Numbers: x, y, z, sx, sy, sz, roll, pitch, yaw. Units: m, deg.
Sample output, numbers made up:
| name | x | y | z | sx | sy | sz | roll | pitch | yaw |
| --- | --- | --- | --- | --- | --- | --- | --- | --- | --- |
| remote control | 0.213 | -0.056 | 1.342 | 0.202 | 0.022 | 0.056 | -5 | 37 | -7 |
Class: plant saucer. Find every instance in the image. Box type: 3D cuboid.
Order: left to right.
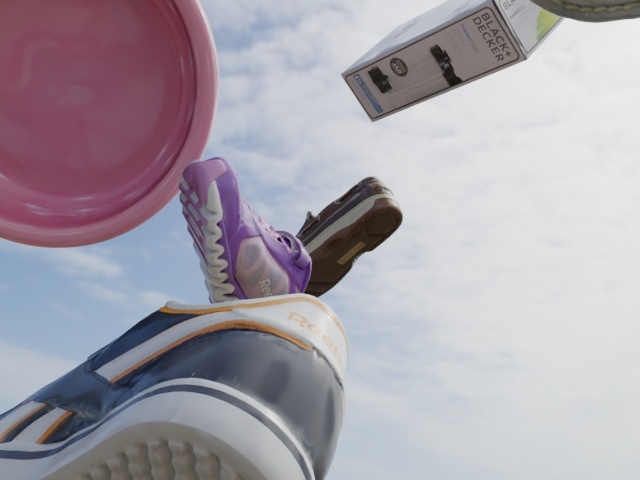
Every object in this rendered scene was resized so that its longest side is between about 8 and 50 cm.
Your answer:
| name | x | y | z | sx | sy | sz | roll | pitch | yaw |
| --- | --- | --- | --- | --- | --- | --- | --- | --- | --- |
| plant saucer | -0.261 | -0.161 | 0.811 | 0.332 | 0.332 | 0.084 | 7 | 12 | 3 |

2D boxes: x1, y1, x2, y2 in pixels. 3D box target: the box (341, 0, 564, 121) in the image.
| name | x | y | z | sx | sy | sz | roll | pitch | yaw |
| --- | --- | --- | --- | --- | --- | --- | --- | --- | --- |
| box | 0.183 | -0.273 | 1.110 | 0.290 | 0.169 | 0.087 | -15 | -65 | 51 |

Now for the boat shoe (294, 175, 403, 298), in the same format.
| name | x | y | z | sx | sy | sz | roll | pitch | yaw |
| --- | --- | --- | --- | --- | --- | --- | --- | --- | --- |
| boat shoe | 0.005 | 0.003 | 1.184 | 0.257 | 0.095 | 0.095 | -36 | -42 | 17 |

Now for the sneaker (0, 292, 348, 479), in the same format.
| name | x | y | z | sx | sy | sz | roll | pitch | yaw |
| --- | --- | --- | --- | --- | --- | --- | --- | --- | --- |
| sneaker | -0.109 | 0.124 | 0.447 | 0.321 | 0.127 | 0.126 | -24 | -72 | 35 |

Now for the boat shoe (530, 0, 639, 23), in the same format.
| name | x | y | z | sx | sy | sz | roll | pitch | yaw |
| --- | --- | --- | --- | --- | --- | --- | --- | --- | --- |
| boat shoe | 0.148 | -0.121 | 0.220 | 0.118 | 0.103 | 0.320 | 38 | -15 | -21 |

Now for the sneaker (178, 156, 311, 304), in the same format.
| name | x | y | z | sx | sy | sz | roll | pitch | yaw |
| --- | --- | --- | --- | --- | --- | --- | --- | --- | --- |
| sneaker | -0.062 | 0.013 | 0.765 | 0.104 | 0.095 | 0.236 | -20 | -47 | -11 |
